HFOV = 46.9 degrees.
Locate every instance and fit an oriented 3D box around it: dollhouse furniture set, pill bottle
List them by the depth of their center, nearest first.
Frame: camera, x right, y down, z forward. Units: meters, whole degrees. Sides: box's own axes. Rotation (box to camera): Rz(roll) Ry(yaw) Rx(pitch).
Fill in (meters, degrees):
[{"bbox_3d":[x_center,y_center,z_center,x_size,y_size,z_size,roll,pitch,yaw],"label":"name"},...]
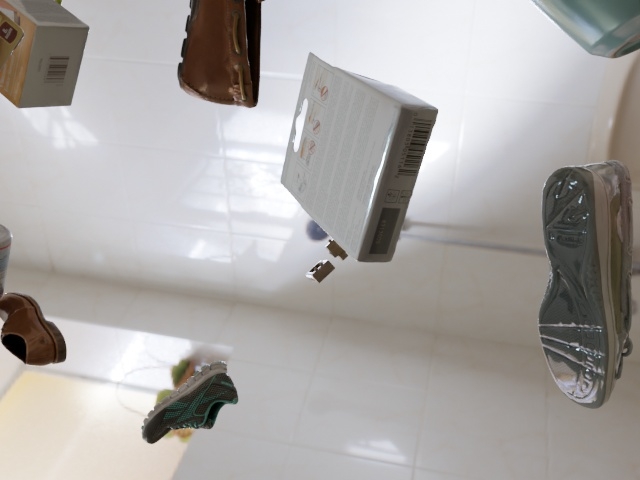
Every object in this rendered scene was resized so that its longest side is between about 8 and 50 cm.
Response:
[{"bbox_3d":[-0.571,0.053,1.232,0.087,0.087,0.160,-56,-14,-66],"label":"pill bottle"},{"bbox_3d":[0.000,0.000,1.664,0.151,0.123,0.144,-43,4,-8],"label":"dollhouse furniture set"}]

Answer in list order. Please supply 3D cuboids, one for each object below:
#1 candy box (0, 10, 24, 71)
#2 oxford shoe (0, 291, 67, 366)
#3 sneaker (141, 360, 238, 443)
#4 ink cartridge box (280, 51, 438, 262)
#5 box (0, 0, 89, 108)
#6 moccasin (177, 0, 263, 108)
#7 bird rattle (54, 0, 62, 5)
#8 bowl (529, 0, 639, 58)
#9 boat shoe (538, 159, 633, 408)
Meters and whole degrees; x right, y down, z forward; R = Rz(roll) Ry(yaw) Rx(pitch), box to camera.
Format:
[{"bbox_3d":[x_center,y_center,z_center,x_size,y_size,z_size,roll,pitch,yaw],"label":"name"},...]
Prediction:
[{"bbox_3d":[-0.454,-0.220,0.688,0.182,0.088,0.316,-64,-27,-10],"label":"candy box"},{"bbox_3d":[-0.506,0.144,1.234,0.076,0.212,0.076,-11,-63,-42],"label":"oxford shoe"},{"bbox_3d":[-0.192,0.255,1.090,0.166,0.076,0.065,-41,-23,4],"label":"sneaker"},{"bbox_3d":[0.056,-0.177,1.468,0.385,0.091,0.308,47,129,52],"label":"ink cartridge box"},{"bbox_3d":[-0.433,-0.288,1.066,0.091,0.170,0.130,-19,-41,-53],"label":"box"},{"bbox_3d":[-0.096,-0.353,0.973,0.139,0.147,0.379,-70,-5,-62],"label":"moccasin"},{"bbox_3d":[-0.616,-0.438,1.406,0.143,0.254,0.206,-1,103,61],"label":"bird rattle"},{"bbox_3d":[0.520,-0.414,1.203,0.163,0.312,0.311,64,-171,6],"label":"bowl"},{"bbox_3d":[0.352,0.059,0.945,0.118,0.103,0.320,12,111,63],"label":"boat shoe"}]
